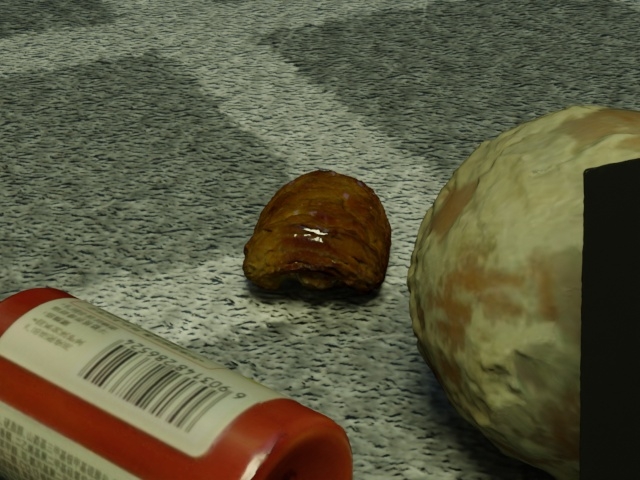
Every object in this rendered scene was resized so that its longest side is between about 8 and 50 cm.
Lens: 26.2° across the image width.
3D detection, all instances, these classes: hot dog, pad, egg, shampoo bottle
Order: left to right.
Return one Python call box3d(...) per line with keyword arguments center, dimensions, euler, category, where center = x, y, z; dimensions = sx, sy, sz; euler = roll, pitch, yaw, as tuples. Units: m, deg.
box3d(center=(-0.121, 0.090, 0.722), dimensions=(0.278, 0.104, 0.104), euler=(22, 35, 33), category="shampoo bottle")
box3d(center=(-0.002, -0.002, 0.937), dimensions=(0.099, 0.065, 0.147), euler=(2, 17, 4), category="hot dog")
box3d(center=(0.151, 0.026, 0.730), dimensions=(0.203, 0.203, 0.245), euler=(-5, -4, -11), category="egg")
box3d(center=(0.188, 0.069, 0.621), dimensions=(0.170, 0.246, 0.006), euler=(-12, 22, -20), category="pad")
